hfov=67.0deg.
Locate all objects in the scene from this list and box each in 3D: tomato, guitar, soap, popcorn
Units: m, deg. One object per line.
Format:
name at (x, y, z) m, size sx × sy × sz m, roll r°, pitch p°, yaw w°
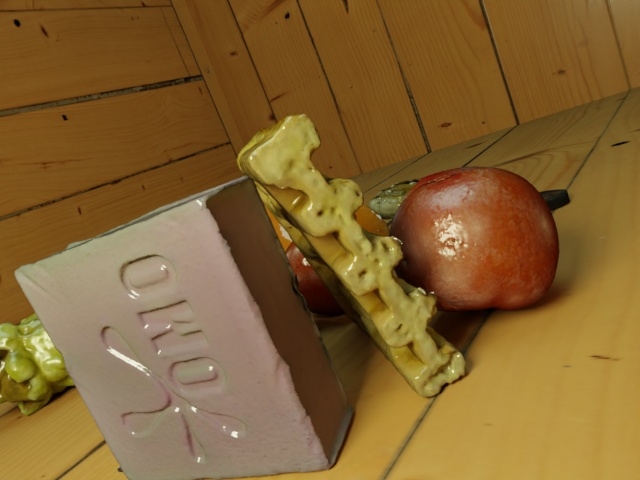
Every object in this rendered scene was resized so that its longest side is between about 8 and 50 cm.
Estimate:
tomato at (0.193, -0.001, 0.625) m, size 0.209 × 0.184 × 0.208 m, roll -2°, pitch -8°, yaw 0°
tomato at (0.011, 0.047, 0.841) m, size 0.168 × 0.167 × 0.167 m, roll -21°, pitch 11°, yaw 4°
guitar at (0.389, -0.047, 0.951) m, size 0.234 × 0.025 × 0.088 m, roll -27°, pitch 12°, yaw -22°
soap at (-0.148, 0.111, 0.530) m, size 0.286 × 0.295 × 0.107 m, roll -18°, pitch 12°, yaw 26°
popcorn at (-0.596, 0.250, 1.026) m, size 0.257 × 0.194 × 0.255 m, roll -18°, pitch 2°, yaw 17°

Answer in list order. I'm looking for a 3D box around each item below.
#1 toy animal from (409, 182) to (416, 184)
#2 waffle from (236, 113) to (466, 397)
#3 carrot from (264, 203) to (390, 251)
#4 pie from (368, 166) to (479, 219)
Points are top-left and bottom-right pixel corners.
toy animal at (0.290, -0.119, 1.380) m, size 0.127 × 0.130 × 0.182 m, roll 8°, pitch 7°, yaw -23°
waffle at (0.020, 0.009, 0.610) m, size 0.078 × 0.348 × 0.304 m, roll -38°, pitch 14°, yaw -6°
carrot at (0.000, 0.000, 1.023) m, size 0.308 × 0.100 × 0.258 m, roll 3°, pitch 42°, yaw 9°
pie at (0.242, -0.110, 1.105) m, size 0.275 × 0.055 × 0.274 m, roll -17°, pitch 12°, yaw 4°
